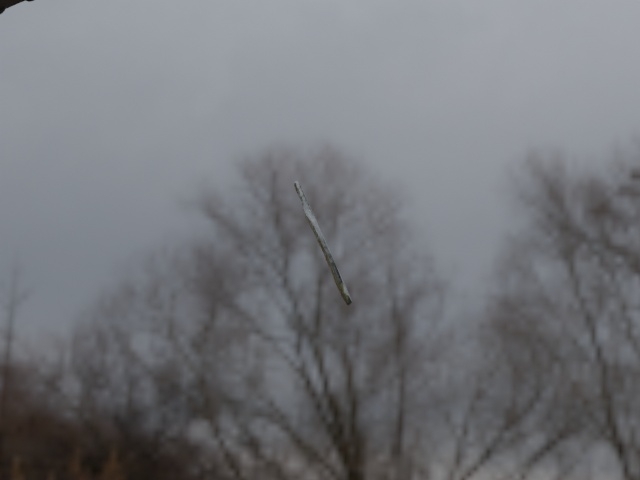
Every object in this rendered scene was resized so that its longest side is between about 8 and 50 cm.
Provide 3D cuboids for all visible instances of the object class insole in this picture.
[{"bbox_3d":[0.000,0.000,2.414,0.011,0.248,0.081,-25,-57,1],"label":"insole"}]

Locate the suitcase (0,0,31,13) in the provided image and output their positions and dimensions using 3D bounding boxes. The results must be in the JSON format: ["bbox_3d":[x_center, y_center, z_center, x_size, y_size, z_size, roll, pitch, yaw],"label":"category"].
[{"bbox_3d":[-0.230,-0.337,2.001,0.285,0.066,0.206,-30,-2,-36],"label":"suitcase"}]
